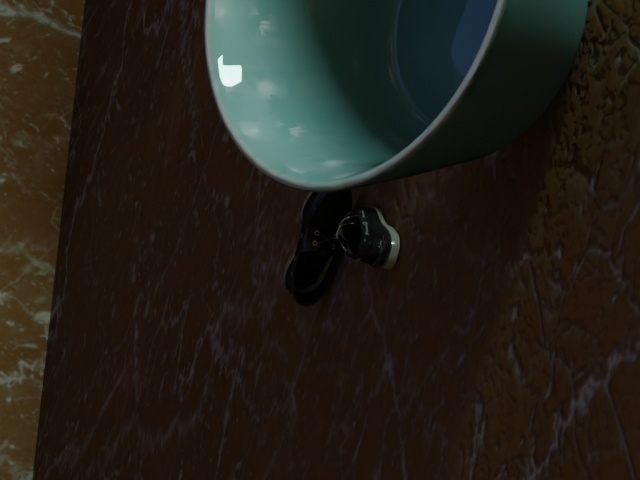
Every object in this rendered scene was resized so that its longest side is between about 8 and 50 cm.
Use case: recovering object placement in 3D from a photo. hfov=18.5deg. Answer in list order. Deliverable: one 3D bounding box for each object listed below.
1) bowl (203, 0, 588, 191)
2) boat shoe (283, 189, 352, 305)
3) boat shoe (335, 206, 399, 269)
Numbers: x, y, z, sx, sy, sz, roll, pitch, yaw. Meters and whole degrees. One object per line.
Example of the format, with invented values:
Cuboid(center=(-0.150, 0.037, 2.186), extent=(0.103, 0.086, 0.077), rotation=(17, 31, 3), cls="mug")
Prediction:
Cuboid(center=(0.073, -0.176, 1.445), extent=(0.311, 0.163, 0.312), rotation=(-12, 73, 44), cls="bowl")
Cuboid(center=(0.002, 0.000, 1.824), extent=(0.042, 0.049, 0.133), rotation=(-114, 38, -53), cls="boat shoe")
Cuboid(center=(0.034, -0.005, 1.739), extent=(0.125, 0.038, 0.046), rotation=(-128, 53, -67), cls="boat shoe")
